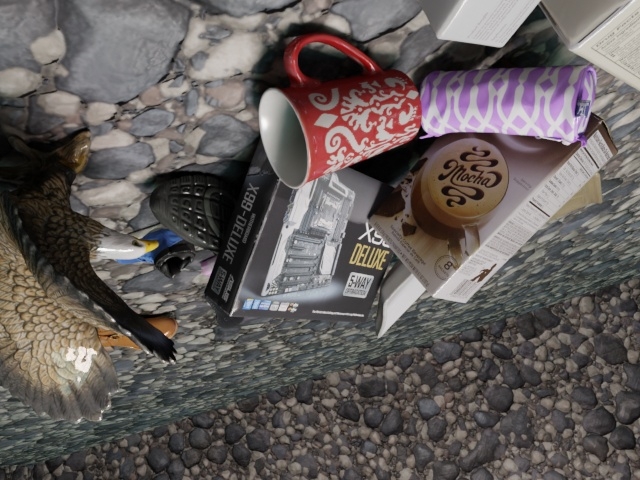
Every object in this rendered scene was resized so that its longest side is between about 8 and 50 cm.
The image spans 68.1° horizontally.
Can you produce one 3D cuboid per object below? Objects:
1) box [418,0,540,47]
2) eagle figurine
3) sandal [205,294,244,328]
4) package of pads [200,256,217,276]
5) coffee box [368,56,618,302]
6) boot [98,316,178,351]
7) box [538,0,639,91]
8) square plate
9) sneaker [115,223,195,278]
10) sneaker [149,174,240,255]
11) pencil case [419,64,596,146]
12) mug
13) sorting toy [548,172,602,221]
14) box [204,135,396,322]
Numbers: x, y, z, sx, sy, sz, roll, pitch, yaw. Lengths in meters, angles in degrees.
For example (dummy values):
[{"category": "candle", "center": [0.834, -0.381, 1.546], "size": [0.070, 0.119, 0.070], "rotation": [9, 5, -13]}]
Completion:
[{"category": "box", "center": [0.147, -0.254, 0.433], "size": [0.087, 0.102, 0.101], "rotation": [-6, 154, -27]}, {"category": "eagle figurine", "center": [-0.283, 0.029, 0.515], "size": [0.225, 0.299, 0.226], "rotation": [-13, 155, -5]}, {"category": "sandal", "center": [-0.228, 0.154, 1.129], "size": [0.067, 0.040, 0.179], "rotation": [-19, 141, -7]}, {"category": "package of pads", "center": [-0.187, 0.047, 0.930], "size": [0.083, 0.032, 0.050], "rotation": [-23, 156, 14]}, {"category": "coffee box", "center": [0.233, -0.075, 0.677], "size": [0.118, 0.168, 0.297], "rotation": [15, 120, -48]}, {"category": "boot", "center": [-0.420, 0.188, 1.036], "size": [0.196, 0.073, 0.152], "rotation": [-13, 151, -15]}, {"category": "box", "center": [0.392, -0.264, 0.539], "size": [0.310, 0.121, 0.148], "rotation": [4, 148, -38]}, {"category": "square plate", "center": [0.227, 0.037, 0.991], "size": [0.347, 0.049, 0.344], "rotation": [-45, 161, -13]}, {"category": "sneaker", "center": [-0.271, 0.027, 0.772], "size": [0.152, 0.085, 0.058], "rotation": [-21, 155, 10]}, {"category": "sneaker", "center": [-0.149, -0.013, 0.754], "size": [0.130, 0.109, 0.286], "rotation": [-14, 155, 38]}, {"category": "pencil case", "center": [0.220, -0.163, 0.572], "size": [0.086, 0.206, 0.088], "rotation": [-31, 125, -41]}, {"category": "mug", "center": [0.030, -0.150, 0.545], "size": [0.169, 0.113, 0.150], "rotation": [-21, 146, -26]}, {"category": "sorting toy", "center": [0.494, -0.098, 1.054], "size": [0.228, 0.041, 0.307], "rotation": [-24, 155, 25]}, {"category": "box", "center": [0.000, 0.000, 0.739], "size": [0.307, 0.076, 0.243], "rotation": [14, 100, -47]}]
